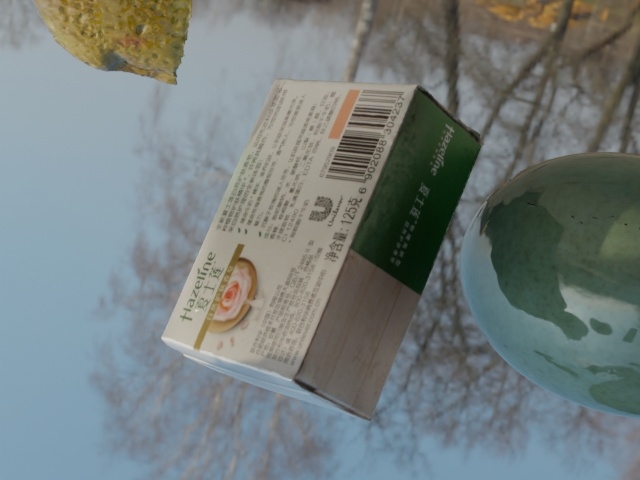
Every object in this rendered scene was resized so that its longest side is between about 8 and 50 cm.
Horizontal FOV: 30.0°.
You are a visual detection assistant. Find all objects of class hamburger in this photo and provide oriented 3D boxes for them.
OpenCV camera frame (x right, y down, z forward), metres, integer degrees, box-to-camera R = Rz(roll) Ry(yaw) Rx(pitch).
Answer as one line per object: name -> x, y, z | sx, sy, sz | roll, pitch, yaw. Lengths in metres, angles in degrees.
hamburger -> -0.169, -0.274, 0.975 | 0.156, 0.283, 0.144 | 7, -145, -7

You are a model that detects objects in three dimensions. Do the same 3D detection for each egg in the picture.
egg -> 0.195, 0.027, 0.780 | 0.236, 0.169, 0.169 | 17, -168, 41

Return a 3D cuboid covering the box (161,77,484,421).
box -> 0.000, 0.000, 0.754 | 0.135, 0.199, 0.081 | 12, 162, 47
